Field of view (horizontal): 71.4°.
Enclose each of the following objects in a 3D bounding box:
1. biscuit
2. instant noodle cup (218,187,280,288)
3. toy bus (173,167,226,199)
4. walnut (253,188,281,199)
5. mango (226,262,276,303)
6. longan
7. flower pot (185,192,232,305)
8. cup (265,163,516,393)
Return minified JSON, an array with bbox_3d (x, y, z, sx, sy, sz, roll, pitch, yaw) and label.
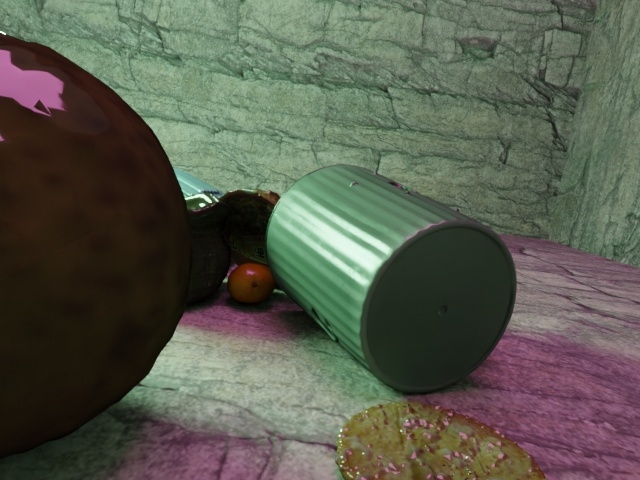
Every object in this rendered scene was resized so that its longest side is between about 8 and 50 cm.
[{"bbox_3d":[0.121,0.229,0.463,0.219,0.033,0.220,6,8,-1],"label":"biscuit"},{"bbox_3d":[-0.117,-0.017,1.035,0.273,0.274,0.091,12,40,29],"label":"instant noodle cup"},{"bbox_3d":[-0.435,-0.109,1.421,0.151,0.191,0.312,0,22,-46],"label":"toy bus"},{"bbox_3d":[-0.179,-0.053,1.385,0.224,0.225,0.224,7,9,-1],"label":"walnut"},{"bbox_3d":[-0.146,0.090,0.964,0.102,0.085,0.184,3,-1,-3],"label":"mango"},{"bbox_3d":[-0.320,0.010,0.430,0.390,0.392,0.391,7,9,-1],"label":"longan"},{"bbox_3d":[-0.326,0.004,0.938,0.301,0.213,0.302,7,10,-1],"label":"flower pot"},{"bbox_3d":[0.138,0.045,0.795,0.400,0.311,0.392,1,16,-23],"label":"cup"}]
